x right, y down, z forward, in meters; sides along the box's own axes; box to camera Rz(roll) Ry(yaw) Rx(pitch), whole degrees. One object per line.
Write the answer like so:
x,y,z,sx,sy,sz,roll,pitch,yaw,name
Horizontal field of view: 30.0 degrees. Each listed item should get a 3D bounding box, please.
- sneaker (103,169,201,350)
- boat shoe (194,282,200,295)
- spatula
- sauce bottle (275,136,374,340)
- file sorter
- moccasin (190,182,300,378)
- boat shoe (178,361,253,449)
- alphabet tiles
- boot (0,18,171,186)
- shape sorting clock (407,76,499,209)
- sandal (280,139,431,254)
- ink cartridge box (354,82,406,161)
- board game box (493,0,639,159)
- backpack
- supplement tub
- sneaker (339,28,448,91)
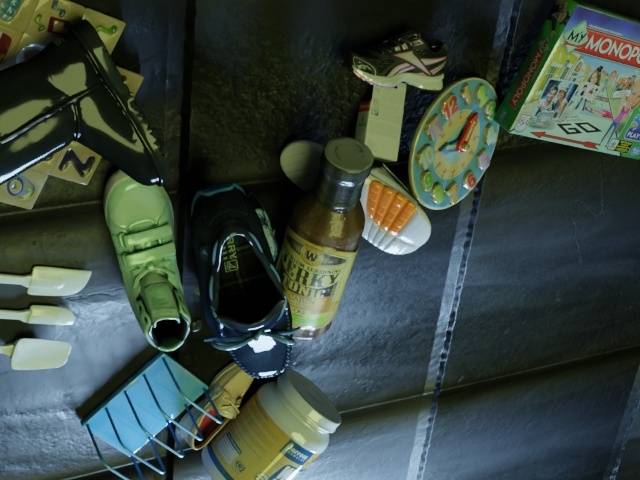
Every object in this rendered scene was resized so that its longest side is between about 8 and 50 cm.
-0.222,0.030,1.620,0.094,0.151,0.256,-17,129,-15,sneaker
-0.134,0.090,1.787,0.045,0.050,0.135,-41,126,12,boat shoe
-0.447,0.105,1.639,0.242,0.019,0.168,5,121,-32,spatula
0.000,0.000,1.706,0.111,0.111,0.344,-10,139,-23,sauce bottle
-0.253,0.278,1.818,0.170,0.104,0.118,-41,132,4,file sorter
-0.112,0.083,1.634,0.137,0.117,0.342,-22,132,-2,moccasin
-0.155,0.263,1.891,0.063,0.059,0.170,28,106,-40,boat shoe
-0.399,-0.182,1.460,0.342,0.011,0.285,16,114,-37,alphabet tiles
-0.321,-0.125,1.472,0.207,0.094,0.246,-33,126,-9,boot
0.203,-0.142,1.774,0.206,0.040,0.206,-22,124,-38,shape sorting clock
0.059,-0.082,1.748,0.265,0.076,0.102,36,127,-22,sandal
0.085,-0.174,1.715,0.062,0.029,0.115,11,85,-35,ink cartridge box
0.433,-0.245,1.839,0.317,0.046,0.213,6,121,-38,board game box
-0.113,0.005,1.708,0.105,0.084,0.114,-28,136,-4,backpack
-0.078,0.319,1.918,0.200,0.144,0.144,-47,132,9,supplement tub
0.105,-0.258,1.656,0.178,0.072,0.077,-3,120,-42,sneaker
